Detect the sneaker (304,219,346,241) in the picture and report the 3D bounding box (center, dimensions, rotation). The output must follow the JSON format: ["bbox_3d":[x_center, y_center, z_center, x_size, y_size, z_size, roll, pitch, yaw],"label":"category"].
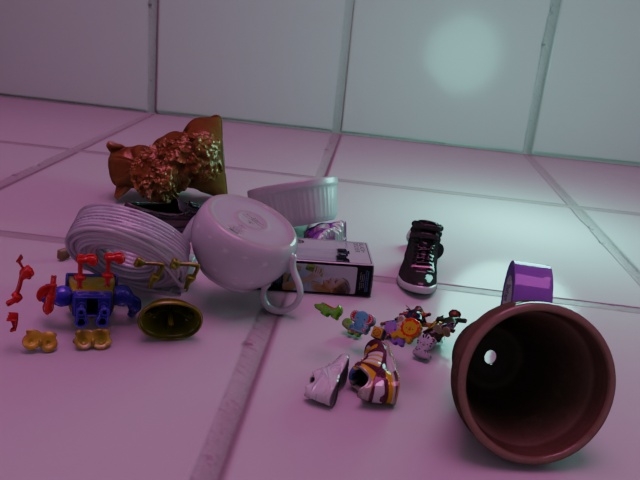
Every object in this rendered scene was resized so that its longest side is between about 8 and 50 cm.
[{"bbox_3d":[0.000,0.000,1.965,0.104,0.095,0.236,4,13,15],"label":"sneaker"}]

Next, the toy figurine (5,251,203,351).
[{"bbox_3d":[-0.433,0.091,1.437,0.362,0.191,0.217,0,15,-19],"label":"toy figurine"}]

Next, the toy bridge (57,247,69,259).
[{"bbox_3d":[-0.555,0.051,1.740,0.188,0.026,0.063,16,20,23],"label":"toy bridge"}]

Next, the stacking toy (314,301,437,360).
[{"bbox_3d":[0.116,0.171,1.417,0.221,0.052,0.167,15,-15,27],"label":"stacking toy"}]

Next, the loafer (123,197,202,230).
[{"bbox_3d":[-0.430,-0.079,2.044,0.302,0.095,0.109,-11,25,-40],"label":"loafer"}]

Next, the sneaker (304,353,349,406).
[{"bbox_3d":[0.015,0.247,1.299,0.061,0.054,0.152,8,20,16],"label":"sneaker"}]

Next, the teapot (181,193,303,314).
[{"bbox_3d":[-0.180,0.031,1.582,0.252,0.187,0.256,10,29,-29],"label":"teapot"}]

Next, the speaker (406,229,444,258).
[{"bbox_3d":[0.304,0.008,2.066,0.055,0.055,0.136,-2,20,-22],"label":"speaker"}]

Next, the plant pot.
[{"bbox_3d":[0.328,0.224,1.223,0.263,0.263,0.229,3,1,-8],"label":"plant pot"}]

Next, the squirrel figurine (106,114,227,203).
[{"bbox_3d":[-0.489,-0.246,2.225,0.370,0.281,0.397,-4,9,-5],"label":"squirrel figurine"}]

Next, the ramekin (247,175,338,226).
[{"bbox_3d":[-0.073,-0.105,2.070,0.272,0.127,0.273,-10,2,0],"label":"ramekin"}]

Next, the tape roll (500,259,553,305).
[{"bbox_3d":[0.437,0.140,1.518,0.080,0.189,0.189,7,19,8],"label":"tape roll"}]

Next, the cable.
[{"bbox_3d":[-0.400,0.015,1.485,0.257,0.257,0.089,12,61,2],"label":"cable"}]

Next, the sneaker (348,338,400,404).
[{"bbox_3d":[0.091,0.237,1.324,0.083,0.070,0.185,8,17,-11],"label":"sneaker"}]

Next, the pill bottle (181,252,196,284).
[{"bbox_3d":[-0.390,0.046,1.664,0.180,0.108,0.108,18,19,-2],"label":"pill bottle"}]

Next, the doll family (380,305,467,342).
[{"bbox_3d":[0.217,0.179,1.524,0.193,0.076,0.111,11,24,24],"label":"doll family"}]

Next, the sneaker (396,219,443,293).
[{"bbox_3d":[0.264,0.031,1.851,0.104,0.147,0.296,10,21,6],"label":"sneaker"}]

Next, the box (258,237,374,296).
[{"bbox_3d":[-0.019,0.061,1.771,0.289,0.087,0.169,5,19,-3],"label":"box"}]
